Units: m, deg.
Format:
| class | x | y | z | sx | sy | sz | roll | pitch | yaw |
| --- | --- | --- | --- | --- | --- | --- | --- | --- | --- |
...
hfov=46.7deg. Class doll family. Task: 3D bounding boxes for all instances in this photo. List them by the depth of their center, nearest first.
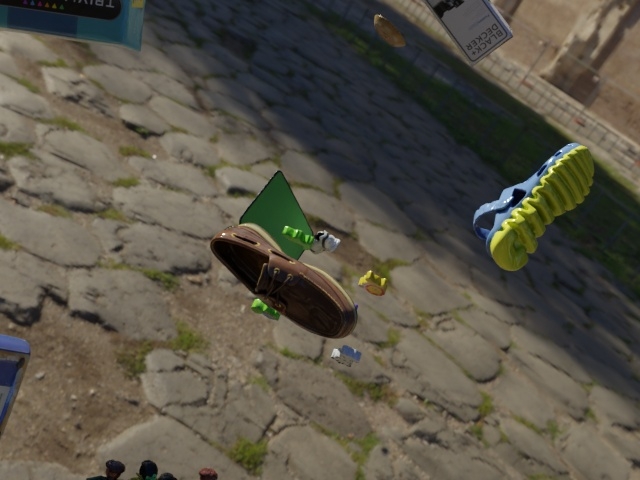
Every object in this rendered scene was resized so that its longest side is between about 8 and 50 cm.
| class | x | y | z | sx | sy | sz | roll | pitch | yaw |
| --- | --- | --- | --- | --- | --- | --- | --- | --- | --- |
| doll family | -0.215 | 0.342 | 0.976 | 0.076 | 0.112 | 0.193 | 3 | -19 | 44 |

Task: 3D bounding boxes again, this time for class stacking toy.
| class | x | y | z | sx | sy | sz | roll | pitch | yaw |
| --- | --- | --- | --- | --- | --- | --- | --- | --- | --- |
| stacking toy | 0.001 | 0.098 | 1.287 | 0.221 | 0.052 | 0.167 | 29 | 61 | -12 |

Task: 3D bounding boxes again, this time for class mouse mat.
| class | x | y | z | sx | sy | sz | roll | pitch | yaw |
| --- | --- | --- | --- | --- | --- | --- | --- | --- | --- |
| mouse mat | -0.083 | -0.023 | 1.461 | 0.007 | 0.153 | 0.190 | 9 | -40 | 36 |

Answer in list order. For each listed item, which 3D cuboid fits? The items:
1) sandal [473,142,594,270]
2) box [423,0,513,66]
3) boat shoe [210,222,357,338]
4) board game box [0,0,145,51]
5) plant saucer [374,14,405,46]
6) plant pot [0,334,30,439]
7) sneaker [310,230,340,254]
| class | x | y | z | sx | sy | sz | roll | pitch | yaw |
| --- | --- | --- | --- | --- | --- | --- | --- | --- | --- |
| sandal | 0.422 | -0.085 | 1.496 | 0.138 | 0.317 | 0.126 | 30 | -23 | 54 |
| box | 0.224 | -0.459 | 1.323 | 0.290 | 0.087 | 0.169 | 50 | 23 | -9 |
| boat shoe | -0.043 | 0.045 | 0.760 | 0.178 | 0.064 | 0.060 | 36 | 21 | 22 |
| board game box | -0.381 | -0.473 | 1.104 | 0.253 | 0.336 | 0.079 | 9 | 8 | 5 |
| plant saucer | 0.133 | -0.411 | 1.469 | 0.083 | 0.015 | 0.083 | 43 | -1 | 1 |
| plant pot | -0.653 | 0.240 | 1.268 | 0.212 | 0.236 | 0.236 | 13 | -11 | 16 |
| sneaker | 0.000 | 0.000 | 1.479 | 0.043 | 0.040 | 0.109 | 41 | -22 | -16 |
